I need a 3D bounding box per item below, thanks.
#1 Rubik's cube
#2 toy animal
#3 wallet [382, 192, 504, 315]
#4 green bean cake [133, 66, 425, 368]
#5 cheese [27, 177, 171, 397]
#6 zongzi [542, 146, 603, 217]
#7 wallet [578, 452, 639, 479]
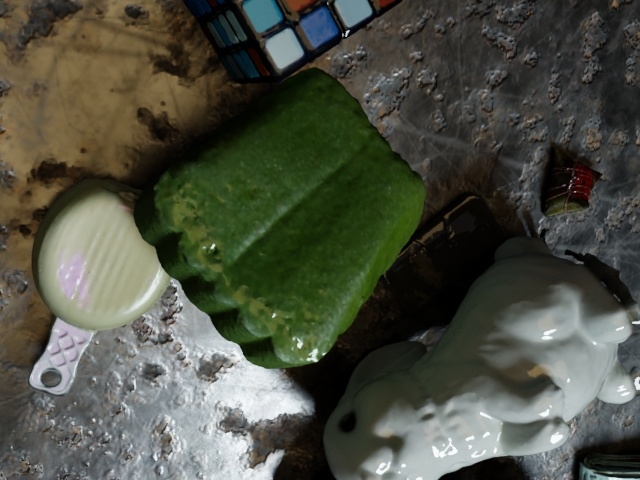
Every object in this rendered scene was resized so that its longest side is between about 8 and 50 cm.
[{"bbox_3d":[-0.034,-0.267,0.675,0.187,0.182,0.184,-37,110,-9],"label":"Rubik's cube"},{"bbox_3d":[0.162,0.148,0.826,0.357,0.258,0.194,-25,121,-2],"label":"toy animal"},{"bbox_3d":[0.144,0.014,0.887,0.156,0.018,0.082,-37,112,-7],"label":"wallet"},{"bbox_3d":[-0.028,-0.024,0.723,0.248,0.125,0.222,-43,98,-24],"label":"green bean cake"},{"bbox_3d":[-0.229,0.051,0.743,0.137,0.064,0.228,24,92,-18],"label":"cheese"},{"bbox_3d":[0.301,-0.078,0.911,0.073,0.067,0.083,44,67,-10],"label":"zongzi"},{"bbox_3d":[0.435,0.425,1.044,0.176,0.075,0.251,2,101,-5],"label":"wallet"}]
